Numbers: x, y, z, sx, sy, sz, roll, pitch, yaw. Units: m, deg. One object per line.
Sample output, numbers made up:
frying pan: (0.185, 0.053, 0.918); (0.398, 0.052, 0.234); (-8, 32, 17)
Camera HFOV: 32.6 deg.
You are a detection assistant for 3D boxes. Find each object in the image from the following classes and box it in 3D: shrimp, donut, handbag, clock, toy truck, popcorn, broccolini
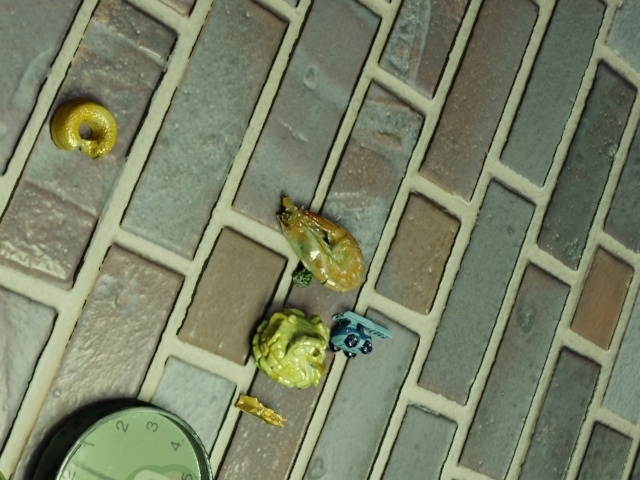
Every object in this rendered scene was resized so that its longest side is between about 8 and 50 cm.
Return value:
shrimp: (-0.001, 0.000, 1.993); (0.217, 0.051, 0.115); (49, 52, -7)
donut: (-0.371, -0.180, 1.742); (0.108, 0.043, 0.097); (8, 89, -40)
handbag: (-0.105, 0.304, 1.946); (0.083, 0.061, 0.027); (34, 71, -30)
clock: (-0.317, 0.420, 1.782); (0.319, 0.066, 0.319); (1, 89, -40)
toy truck: (0.079, 0.189, 2.075); (0.136, 0.063, 0.074); (28, 57, -36)
popcorn: (-0.053, 0.191, 1.948); (0.135, 0.162, 0.141); (-3, 69, -1)
broccolini: (0.001, 0.036, 2.022); (0.140, 0.035, 0.030); (-45, 120, -26)

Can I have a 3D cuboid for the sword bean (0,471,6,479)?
sword bean: (-0.474, 0.444, 1.708); (0.043, 0.038, 0.269); (-37, 114, -34)
